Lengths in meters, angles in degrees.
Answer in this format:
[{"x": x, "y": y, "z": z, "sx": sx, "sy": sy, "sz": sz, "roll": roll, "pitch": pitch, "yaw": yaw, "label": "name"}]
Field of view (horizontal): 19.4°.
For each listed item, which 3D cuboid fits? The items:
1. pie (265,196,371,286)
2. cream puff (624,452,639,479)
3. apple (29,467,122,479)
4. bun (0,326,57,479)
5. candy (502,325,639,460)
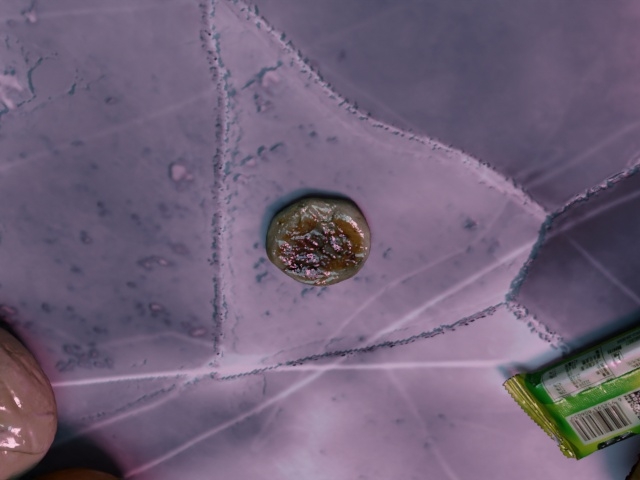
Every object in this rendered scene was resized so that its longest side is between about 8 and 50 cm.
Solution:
[{"x": 0.000, "y": 0.000, "z": 1.444, "sx": 0.085, "sy": 0.017, "sz": 0.085, "roll": 3, "pitch": 126, "yaw": 4, "label": "pie"}, {"x": 0.313, "y": 0.204, "z": 1.512, "sx": 0.149, "sy": 0.084, "sz": 0.149, "roll": 4, "pitch": 122, "yaw": 7, "label": "cream puff"}, {"x": -0.217, "y": 0.283, "z": 1.577, "sx": 0.155, "sy": 0.182, "sz": 0.182, "roll": -4, "pitch": 125, "yaw": 21, "label": "apple"}, {"x": -0.340, "y": 0.142, "z": 1.525, "sx": 0.237, "sy": 0.116, "sz": 0.210, "roll": -10, "pitch": 123, "yaw": 12, "label": "bun"}, {"x": 0.246, "y": 0.113, "z": 1.487, "sx": 0.178, "sy": 0.032, "sz": 0.102, "roll": -27, "pitch": 115, "yaw": 24, "label": "candy"}]
